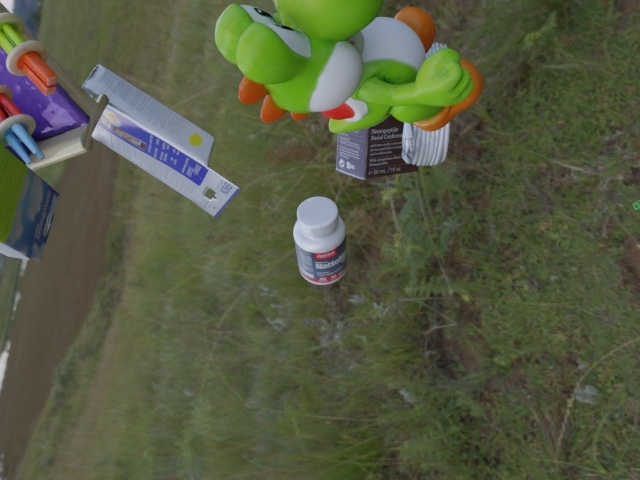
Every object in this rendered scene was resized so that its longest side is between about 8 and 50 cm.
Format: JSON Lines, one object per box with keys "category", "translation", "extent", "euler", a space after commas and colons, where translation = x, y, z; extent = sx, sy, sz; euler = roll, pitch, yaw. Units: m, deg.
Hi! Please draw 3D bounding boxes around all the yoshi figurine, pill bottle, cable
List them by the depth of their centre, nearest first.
{"category": "yoshi figurine", "translation": [0.056, -0.225, 0.648], "extent": [0.203, 0.362, 0.203], "euler": [3, 98, 37]}
{"category": "pill bottle", "translation": [0.000, 0.000, 1.242], "extent": [0.180, 0.107, 0.108], "euler": [83, 176, -51]}
{"category": "cable", "translation": [0.219, -0.283, 1.249], "extent": [0.257, 0.089, 0.257], "euler": [-47, -40, -80]}

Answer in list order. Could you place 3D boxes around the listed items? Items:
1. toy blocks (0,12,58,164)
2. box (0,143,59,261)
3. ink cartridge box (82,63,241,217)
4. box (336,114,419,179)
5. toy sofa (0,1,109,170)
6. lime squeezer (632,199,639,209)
{"category": "toy blocks", "translation": [-0.361, -0.178, 0.726], "extent": [0.123, 0.054, 0.148], "euler": [-42, 82, 12]}
{"category": "box", "translation": [-0.399, -0.046, 0.763], "extent": [0.178, 0.042, 0.109], "euler": [87, -169, -73]}
{"category": "ink cartridge box", "translation": [-0.293, -0.173, 1.150], "extent": [0.072, 0.307, 0.303], "euler": [-62, 13, -15]}
{"category": "box", "translation": [0.159, -0.360, 1.538], "extent": [0.143, 0.191, 0.382], "euler": [28, 123, 52]}
{"category": "toy sofa", "translation": [-0.486, -0.244, 0.833], "extent": [0.150, 0.362, 0.177], "euler": [-13, 48, 25]}
{"category": "lime squeezer", "translation": [0.688, -0.145, 1.056], "extent": [0.310, 0.109, 0.059], "euler": [110, 165, -64]}
